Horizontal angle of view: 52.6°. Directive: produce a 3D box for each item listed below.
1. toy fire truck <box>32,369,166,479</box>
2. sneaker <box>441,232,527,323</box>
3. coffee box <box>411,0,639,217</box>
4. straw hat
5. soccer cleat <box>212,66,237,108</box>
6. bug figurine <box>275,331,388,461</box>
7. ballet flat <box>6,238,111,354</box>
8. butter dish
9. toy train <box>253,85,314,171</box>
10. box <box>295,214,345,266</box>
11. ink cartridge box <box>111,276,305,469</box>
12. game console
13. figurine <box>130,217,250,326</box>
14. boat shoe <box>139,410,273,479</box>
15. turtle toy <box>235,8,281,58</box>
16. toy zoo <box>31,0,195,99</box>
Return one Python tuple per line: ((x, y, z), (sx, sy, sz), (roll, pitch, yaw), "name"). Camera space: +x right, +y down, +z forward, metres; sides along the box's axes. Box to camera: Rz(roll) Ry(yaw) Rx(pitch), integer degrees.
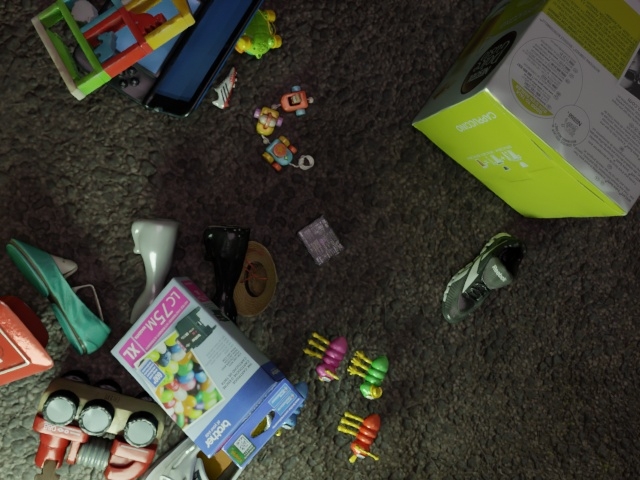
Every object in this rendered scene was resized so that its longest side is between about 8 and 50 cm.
((-0.416, 0.392, 1.159), (0.217, 0.158, 0.246), (19, 98, -12), "toy fire truck")
((0.340, 0.076, 1.333), (0.078, 0.106, 0.234), (44, 82, -8), "sneaker")
((0.444, -0.270, 1.236), (0.338, 0.337, 0.334), (38, 83, -10), "coffee box")
((-0.116, 0.075, 1.252), (0.061, 0.144, 0.144), (11, 87, -52), "straw hat")
((-0.186, -0.298, 1.256), (0.035, 0.029, 0.083), (15, 92, -16), "soccer cleat")
((0.039, 0.301, 1.246), (0.279, 0.072, 0.216), (30, 76, -30), "bug figurine")
((-0.466, 0.089, 1.180), (0.087, 0.083, 0.247), (-37, 98, -34), "ballet flat")
((-0.550, 0.155, 1.137), (0.160, 0.118, 0.160), (-20, 117, 18), "butter dish")
((-0.064, -0.220, 1.274), (0.125, 0.046, 0.166), (-8, 92, -12), "toy train")
((0.000, 0.000, 1.303), (0.067, 0.018, 0.083), (-35, 97, -10), "box")
((-0.198, 0.233, 1.128), (0.311, 0.065, 0.186), (43, 98, 10), "ink cartridge box")
((-0.272, -0.391, 1.163), (0.250, 0.173, 0.293), (32, 83, -11), "game console")
((-0.248, 0.070, 1.209), (0.215, 0.092, 0.209), (6, 93, -3), "figurine")
((-0.219, 0.439, 1.186), (0.367, 0.156, 0.136), (-43, 98, -9), "boat shoe")
((-0.136, -0.413, 1.246), (0.095, 0.066, 0.130), (-16, 93, -37), "turtle toy")
((-0.352, -0.403, 1.150), (0.293, 0.030, 0.192), (-33, 71, 1), "toy zoo")
